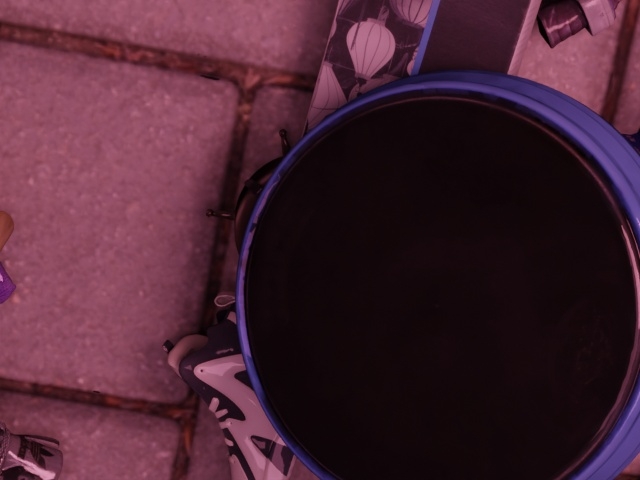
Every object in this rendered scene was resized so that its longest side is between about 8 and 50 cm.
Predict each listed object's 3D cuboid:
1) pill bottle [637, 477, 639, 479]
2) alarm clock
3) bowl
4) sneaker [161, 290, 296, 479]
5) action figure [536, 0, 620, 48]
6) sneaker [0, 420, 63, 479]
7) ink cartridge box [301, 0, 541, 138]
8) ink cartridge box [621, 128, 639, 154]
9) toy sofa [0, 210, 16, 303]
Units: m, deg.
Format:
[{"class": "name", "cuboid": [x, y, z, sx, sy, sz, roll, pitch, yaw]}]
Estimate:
[{"class": "pill bottle", "cuboid": [0.319, 0.288, 1.513, 0.193, 0.108, 0.108, -42, 102, 8]}, {"class": "alarm clock", "cuboid": [0.000, 0.000, 1.456, 0.192, 0.064, 0.129, 40, 99, -14]}, {"class": "bowl", "cuboid": [0.106, 0.053, 1.311, 0.391, 0.077, 0.391, 1, 93, 23]}, {"class": "sneaker", "cuboid": [-0.086, 0.153, 1.475, 0.153, 0.094, 0.235, 20, 108, 0]}, {"class": "action figure", "cuboid": [0.315, -0.266, 1.368, 0.285, 0.099, 0.185, -14, 123, 11]}, {"class": "sneaker", "cuboid": [-0.309, 0.172, 1.447, 0.153, 0.101, 0.268, 9, 125, -11]}, {"class": "ink cartridge box", "cuboid": [0.103, -0.208, 1.358, 0.165, 0.065, 0.333, 20, 112, 13]}, {"class": "ink cartridge box", "cuboid": [0.219, 0.019, 1.408, 0.069, 0.176, 0.371, 29, 101, -8]}, {"class": "toy sofa", "cuboid": [-0.461, 0.026, 1.396, 0.362, 0.150, 0.177, -13, 103, 1]}]
